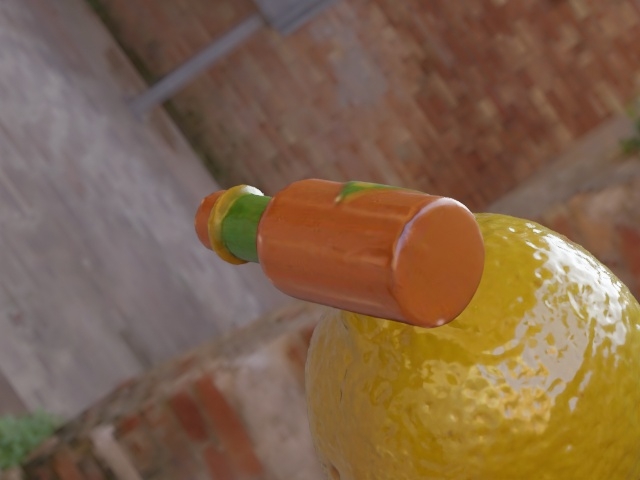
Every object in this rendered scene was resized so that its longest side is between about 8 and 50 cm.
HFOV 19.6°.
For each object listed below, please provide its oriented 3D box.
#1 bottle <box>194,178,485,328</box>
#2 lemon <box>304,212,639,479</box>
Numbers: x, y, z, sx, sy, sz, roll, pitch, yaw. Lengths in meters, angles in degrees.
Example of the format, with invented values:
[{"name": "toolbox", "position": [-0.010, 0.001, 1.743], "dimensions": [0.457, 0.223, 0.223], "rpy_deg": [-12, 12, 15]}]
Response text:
[{"name": "bottle", "position": [0.000, 0.000, 0.979], "dimensions": [0.187, 0.069, 0.069], "rpy_deg": [10, -33, 47]}, {"name": "lemon", "position": [0.105, 0.096, 1.171], "dimensions": [0.253, 0.228, 0.228], "rpy_deg": [63, 1, -33]}]
